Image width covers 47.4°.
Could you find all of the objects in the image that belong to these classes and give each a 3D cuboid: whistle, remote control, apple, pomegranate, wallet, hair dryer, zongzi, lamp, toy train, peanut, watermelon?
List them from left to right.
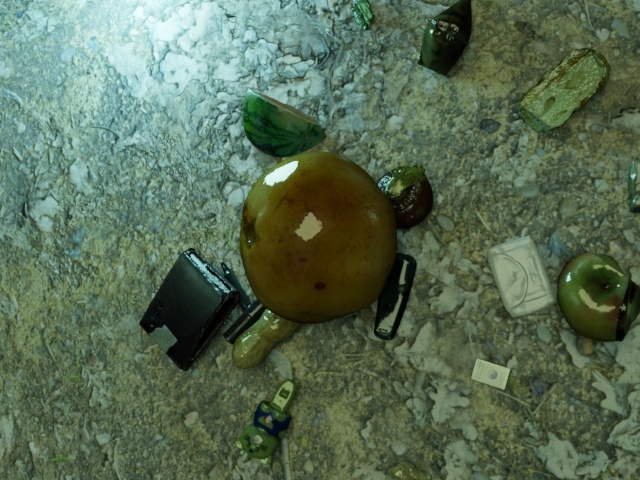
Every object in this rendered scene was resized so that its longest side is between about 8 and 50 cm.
[{"bbox_3d":[-0.355,0.180,1.932,0.221,0.071,0.262,38,98,30],"label":"wallet"},{"bbox_3d":[-0.231,0.153,1.937,0.173,0.050,0.195,-46,67,2],"label":"hair dryer"},{"bbox_3d":[-0.137,0.238,1.860,0.229,0.103,0.098,-45,60,1],"label":"peanut"},{"bbox_3d":[-0.125,0.452,1.823,0.105,0.085,0.227,29,88,15],"label":"whistle"},{"bbox_3d":[-0.119,-0.295,1.971,0.231,0.128,0.146,33,107,17],"label":"watermelon"},{"bbox_3d":[0.000,0.000,1.735,0.417,0.416,0.416,-3,78,15],"label":"pomegranate"},{"bbox_3d":[0.120,-0.620,1.999,0.053,0.033,0.083,-26,74,5],"label":"toy train"},{"bbox_3d":[0.183,0.139,1.823,0.072,0.042,0.222,14,83,15],"label":"remote control"},{"bbox_3d":[0.201,-0.109,1.820,0.156,0.135,0.157,-19,78,12],"label":"lamp"},{"bbox_3d":[0.342,-0.557,1.830,0.112,0.221,0.242,29,86,4],"label":"zongzi"},{"bbox_3d":[0.484,0.087,1.758,0.124,0.032,0.183,-19,74,8],"label":"wallet"},{"bbox_3d":[0.621,0.131,1.631,0.174,0.188,0.207,-23,67,6],"label":"apple"}]

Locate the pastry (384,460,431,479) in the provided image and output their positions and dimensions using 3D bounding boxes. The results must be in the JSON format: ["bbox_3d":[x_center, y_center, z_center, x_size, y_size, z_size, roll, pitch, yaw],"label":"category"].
[{"bbox_3d":[0.182,0.652,1.701,0.121,0.089,0.258,18,87,5],"label":"pastry"}]

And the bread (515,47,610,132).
[{"bbox_3d":[0.603,-0.366,1.791,0.232,0.088,0.128,-44,62,10],"label":"bread"}]

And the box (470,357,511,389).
[{"bbox_3d":[0.406,0.318,1.736,0.083,0.024,0.054,16,82,19],"label":"box"}]

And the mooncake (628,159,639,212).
[{"bbox_3d":[0.785,-0.124,1.694,0.130,0.073,0.125,1,82,17],"label":"mooncake"}]
